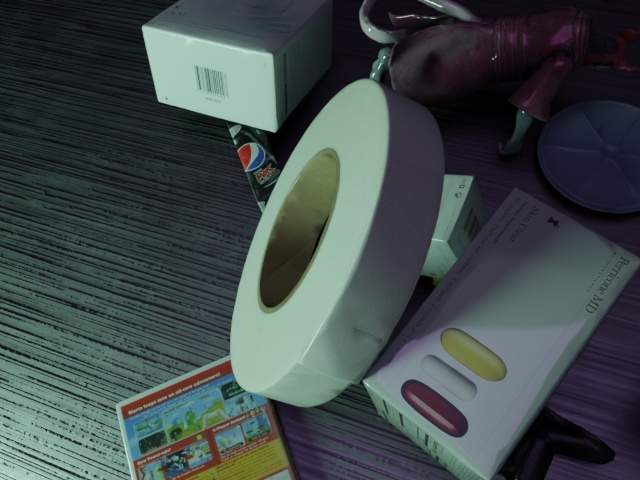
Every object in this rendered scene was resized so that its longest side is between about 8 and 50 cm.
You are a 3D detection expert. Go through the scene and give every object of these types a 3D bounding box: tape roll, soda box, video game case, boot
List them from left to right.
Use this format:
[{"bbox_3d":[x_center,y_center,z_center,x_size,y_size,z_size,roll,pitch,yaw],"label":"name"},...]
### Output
[{"bbox_3d":[-0.137,0.307,0.740,0.204,0.025,0.285,-23,64,-3],"label":"video game case"},{"bbox_3d":[-0.097,-0.123,0.920,0.053,0.060,0.169,-23,63,-3],"label":"soda box"},{"bbox_3d":[0.000,0.000,0.683,0.072,0.392,0.392,23,65,-19],"label":"tape roll"},{"bbox_3d":[0.275,0.261,0.692,0.121,0.045,0.099,30,70,27],"label":"boot"}]

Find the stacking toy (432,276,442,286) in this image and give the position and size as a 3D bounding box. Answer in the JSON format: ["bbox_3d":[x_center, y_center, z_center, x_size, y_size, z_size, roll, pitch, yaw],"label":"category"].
[{"bbox_3d":[0.173,0.145,0.763,0.167,0.052,0.221,39,77,24],"label":"stacking toy"}]

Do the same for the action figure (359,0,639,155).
[{"bbox_3d":[0.275,-0.296,0.847,0.370,0.276,0.248,1,58,24],"label":"action figure"}]

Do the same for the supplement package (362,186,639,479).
[{"bbox_3d":[0.191,0.116,0.629,0.145,0.204,0.262,35,76,23],"label":"supplement package"}]

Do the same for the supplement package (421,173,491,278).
[{"bbox_3d":[0.123,-0.023,0.782,0.179,0.105,0.105,8,62,37],"label":"supplement package"}]

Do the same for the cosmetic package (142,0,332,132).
[{"bbox_3d":[-0.124,-0.316,0.940,0.224,0.138,0.225,17,47,16],"label":"cosmetic package"}]

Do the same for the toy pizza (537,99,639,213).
[{"bbox_3d":[0.429,-0.125,0.861,0.201,0.032,0.201,-3,64,6],"label":"toy pizza"}]
